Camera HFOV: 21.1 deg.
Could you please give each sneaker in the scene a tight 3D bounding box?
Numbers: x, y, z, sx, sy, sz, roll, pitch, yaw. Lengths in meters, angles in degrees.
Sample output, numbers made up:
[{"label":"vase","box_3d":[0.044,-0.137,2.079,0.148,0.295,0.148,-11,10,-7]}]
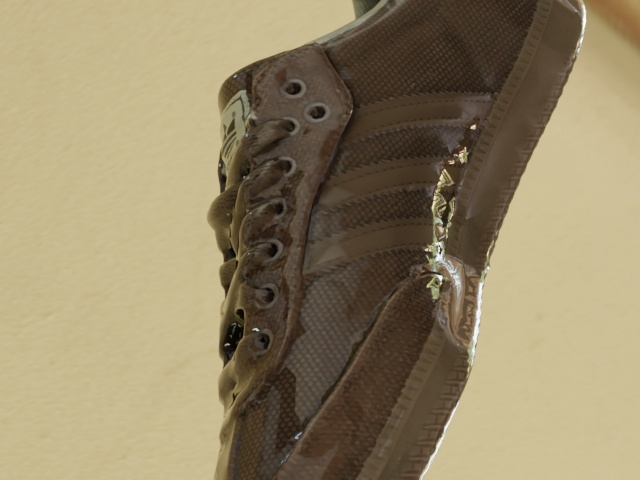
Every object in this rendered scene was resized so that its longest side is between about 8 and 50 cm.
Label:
[{"label":"sneaker","box_3d":[0.000,0.000,0.382,0.071,0.066,0.188,28,-127,-5]}]
